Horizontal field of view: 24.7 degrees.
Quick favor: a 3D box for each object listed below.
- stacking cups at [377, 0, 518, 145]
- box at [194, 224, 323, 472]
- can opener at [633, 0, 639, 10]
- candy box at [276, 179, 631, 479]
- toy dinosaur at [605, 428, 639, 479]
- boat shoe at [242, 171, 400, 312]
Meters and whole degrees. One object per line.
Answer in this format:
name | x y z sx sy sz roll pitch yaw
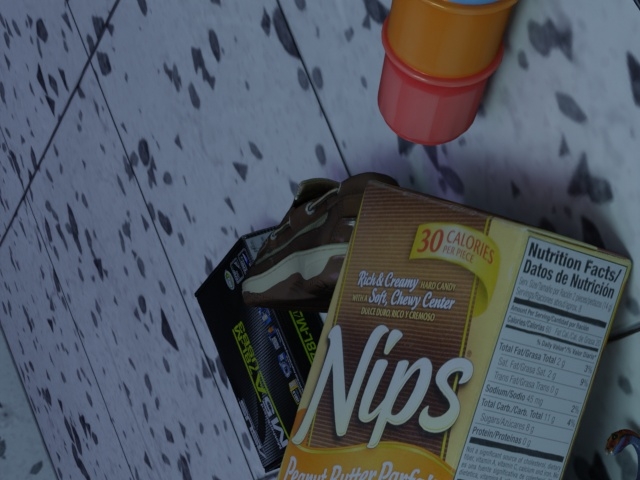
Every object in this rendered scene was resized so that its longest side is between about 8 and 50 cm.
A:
stacking cups | 0.086 -0.180 0.799 0.096 0.096 0.316 58 158 27
box | -0.044 0.103 1.326 0.191 0.045 0.184 68 154 10
can opener | 0.199 -0.088 0.651 0.073 0.059 0.186 -29 90 39
candy box | 0.059 0.134 0.896 0.183 0.087 0.316 21 96 60
toy dinosaur | 0.191 0.156 0.864 0.090 0.047 0.082 87 172 -54
boat shoe | 0.008 0.001 1.110 0.257 0.095 0.095 162 113 -68
